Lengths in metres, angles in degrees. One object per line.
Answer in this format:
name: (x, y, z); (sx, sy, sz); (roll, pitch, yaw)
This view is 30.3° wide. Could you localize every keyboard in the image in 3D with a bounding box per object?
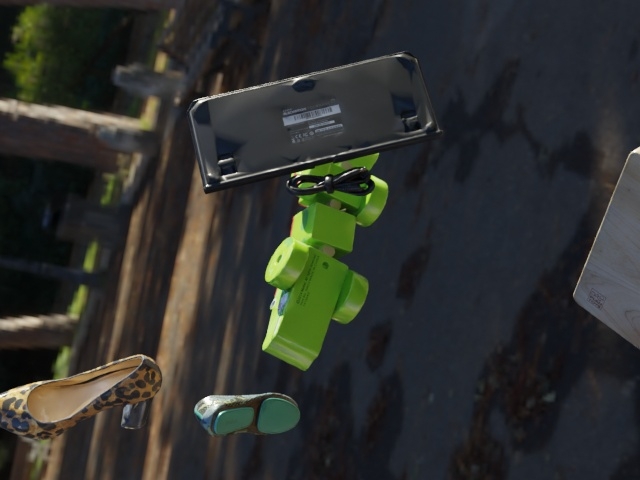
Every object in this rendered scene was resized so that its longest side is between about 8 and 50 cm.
keyboard: (-0.002, -0.074, 0.873); (0.023, 0.180, 0.108); (80, 176, -64)

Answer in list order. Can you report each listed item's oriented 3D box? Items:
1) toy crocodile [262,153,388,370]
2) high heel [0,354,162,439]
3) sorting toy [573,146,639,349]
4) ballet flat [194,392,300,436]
toy crocodile: (0.000, 0.000, 1.475); (0.105, 0.115, 0.341); (-32, 38, 56)
high heel: (-0.369, 0.215, 1.740); (0.186, 0.261, 0.093); (114, 153, -50)
sorting toy: (0.462, 0.039, 1.416); (0.257, 0.089, 0.255); (39, 141, 27)
ballet flat: (-0.110, 0.250, 1.736); (0.070, 0.188, 0.070); (-7, 79, 39)
